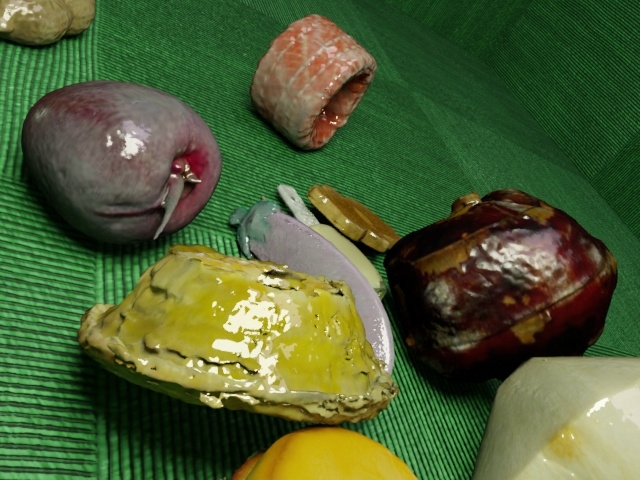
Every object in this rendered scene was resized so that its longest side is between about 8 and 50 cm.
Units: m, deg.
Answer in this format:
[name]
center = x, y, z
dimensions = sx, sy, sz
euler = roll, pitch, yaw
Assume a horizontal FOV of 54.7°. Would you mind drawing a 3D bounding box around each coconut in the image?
[coconut]
center = 0.315, 0.274, 0.702
dimensions = 0.323, 0.323, 0.323
euler = 27, 32, -18

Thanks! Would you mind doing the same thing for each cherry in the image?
[cherry]
center = -0.225, -0.093, 0.720
dimensions = 0.266, 0.183, 0.213
euler = 34, 13, 19

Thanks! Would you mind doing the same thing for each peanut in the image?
[peanut]
center = -0.430, -0.356, 0.960
dimensions = 0.104, 0.085, 0.228
euler = 25, 33, -4

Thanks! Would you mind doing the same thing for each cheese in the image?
[cheese]
center = 0.000, 0.000, 0.968
dimensions = 0.127, 0.054, 0.251
euler = 5, 42, -50

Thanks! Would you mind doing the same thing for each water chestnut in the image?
[water chestnut]
center = 0.275, 0.099, 0.901
dimensions = 0.335, 0.335, 0.347
euler = -16, 77, -55

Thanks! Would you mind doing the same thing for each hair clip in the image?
[hair clip]
center = -0.008, 0.068, 0.811
dimensions = 0.110, 0.095, 0.358
euler = -19, 48, -21

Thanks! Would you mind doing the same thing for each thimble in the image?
[thimble]
center = -0.015, -0.304, 1.192
dimensions = 0.162, 0.239, 0.239
euler = 40, 30, 10

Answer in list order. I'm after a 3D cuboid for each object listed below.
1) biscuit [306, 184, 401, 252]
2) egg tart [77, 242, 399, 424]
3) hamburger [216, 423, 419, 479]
[biscuit]
center = 0.062, -0.033, 1.064
dimensions = 0.166, 0.036, 0.225
euler = 43, 15, 23
[egg tart]
center = -0.066, 0.076, 0.591
dimensions = 0.315, 0.120, 0.315
euler = 14, 1, 0
[hamburger]
center = 0.000, 0.275, 0.474
dimensions = 0.246, 0.170, 0.246
euler = 40, 22, -20
